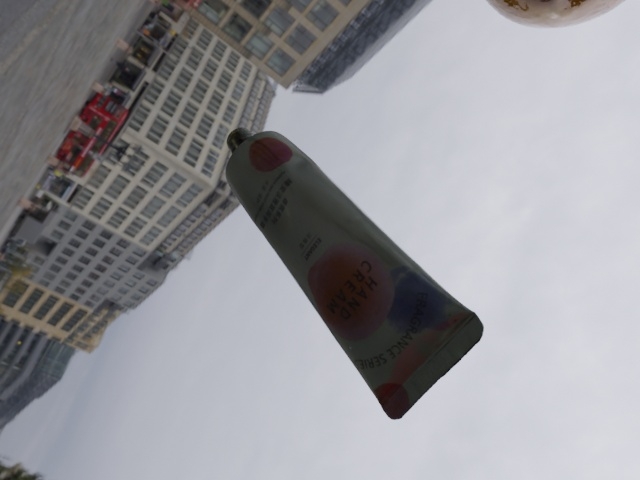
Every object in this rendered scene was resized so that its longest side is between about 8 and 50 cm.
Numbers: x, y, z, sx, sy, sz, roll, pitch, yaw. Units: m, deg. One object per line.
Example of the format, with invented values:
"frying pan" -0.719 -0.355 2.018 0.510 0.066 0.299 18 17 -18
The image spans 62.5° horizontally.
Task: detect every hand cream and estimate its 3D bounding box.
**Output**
"hand cream" 0.000 0.000 0.511 0.340 0.078 0.124 51 -63 29

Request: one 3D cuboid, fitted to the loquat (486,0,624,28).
"loquat" 0.400 -0.514 0.864 0.328 0.328 0.328 -41 -151 30
